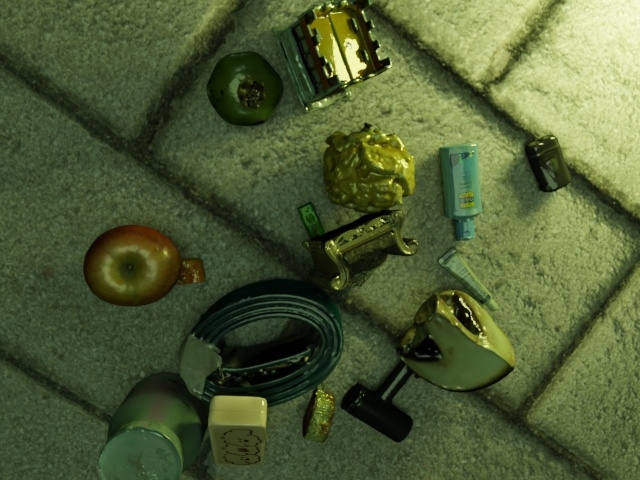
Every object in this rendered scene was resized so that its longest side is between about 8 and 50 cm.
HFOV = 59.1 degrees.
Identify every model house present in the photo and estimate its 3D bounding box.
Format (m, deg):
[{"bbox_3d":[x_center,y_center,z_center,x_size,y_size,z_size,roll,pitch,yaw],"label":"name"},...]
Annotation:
[{"bbox_3d":[0.021,-0.448,1.363,0.198,0.215,0.224,-29,103,-31],"label":"model house"}]

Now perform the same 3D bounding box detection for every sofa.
[{"bbox_3d":[0.103,0.043,1.432,0.259,0.200,0.181,-25,98,-17],"label":"sofa"}]

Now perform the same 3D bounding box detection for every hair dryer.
[{"bbox_3d":[0.208,0.421,1.592,0.197,0.089,0.251,36,89,-8],"label":"hair dryer"}]

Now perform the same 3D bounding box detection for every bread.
[{"bbox_3d":[-0.004,0.488,1.561,0.069,0.128,0.140,18,97,-2],"label":"bread"}]

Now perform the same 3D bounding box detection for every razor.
[{"bbox_3d":[0.614,-0.205,1.522,0.090,0.054,0.148,-25,101,1],"label":"razor"}]

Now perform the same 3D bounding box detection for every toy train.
[{"bbox_3d":[0.000,0.000,1.522,0.044,0.042,0.209,-25,100,1],"label":"toy train"}]

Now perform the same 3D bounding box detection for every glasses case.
[{"bbox_3d":[-0.212,0.503,1.473,0.144,0.076,0.336,3,143,-3],"label":"glasses case"}]

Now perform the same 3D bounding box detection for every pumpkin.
[{"bbox_3d":[-0.364,0.083,1.516,0.101,0.035,0.073,-6,97,-1],"label":"pumpkin"}]

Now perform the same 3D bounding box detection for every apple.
[{"bbox_3d":[-0.470,0.063,1.434,0.235,0.173,0.210,16,95,-4],"label":"apple"}]

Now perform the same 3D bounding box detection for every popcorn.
[{"bbox_3d":[0.115,-0.185,1.396,0.250,0.249,0.225,-10,111,-2],"label":"popcorn"}]

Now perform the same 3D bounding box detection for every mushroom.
[{"bbox_3d":[0.344,0.268,1.542,0.292,0.211,0.217,31,127,-20],"label":"mushroom"}]

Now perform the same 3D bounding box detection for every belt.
[{"bbox_3d":[-0.154,0.271,1.493,0.437,0.173,0.300,-19,99,0],"label":"belt"}]

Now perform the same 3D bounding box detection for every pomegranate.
[{"bbox_3d":[-0.178,-0.361,1.359,0.187,0.225,0.186,-5,108,-15],"label":"pomegranate"}]

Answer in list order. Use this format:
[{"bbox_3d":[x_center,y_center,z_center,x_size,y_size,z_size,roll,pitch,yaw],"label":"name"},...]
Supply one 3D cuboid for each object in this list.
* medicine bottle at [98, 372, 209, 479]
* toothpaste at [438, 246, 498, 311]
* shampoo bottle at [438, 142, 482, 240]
[{"bbox_3d":[-0.425,0.507,1.454,0.245,0.290,0.244,-1,99,-3],"label":"medicine bottle"},{"bbox_3d":[0.419,0.114,1.574,0.062,0.037,0.216,-43,96,4],"label":"toothpaste"},{"bbox_3d":[0.380,-0.127,1.517,0.104,0.061,0.258,-8,100,-3],"label":"shampoo bottle"}]
